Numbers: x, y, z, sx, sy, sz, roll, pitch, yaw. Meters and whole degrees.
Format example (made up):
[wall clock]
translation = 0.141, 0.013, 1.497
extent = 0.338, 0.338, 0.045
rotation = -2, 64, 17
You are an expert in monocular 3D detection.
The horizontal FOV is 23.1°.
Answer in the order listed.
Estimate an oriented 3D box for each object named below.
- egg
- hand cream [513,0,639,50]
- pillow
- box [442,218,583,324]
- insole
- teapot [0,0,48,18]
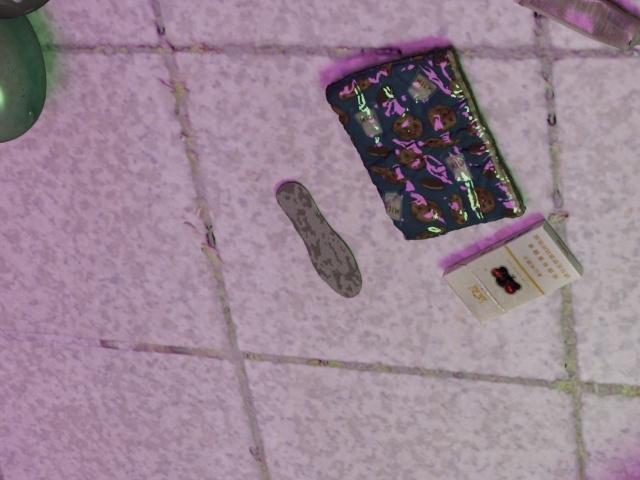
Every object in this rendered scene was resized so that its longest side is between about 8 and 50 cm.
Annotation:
[egg]
translation = -0.451, -0.238, 2.045
extent = 0.169, 0.169, 0.236
rotation = -6, 121, 26
[hand cream]
translation = 0.302, -0.265, 1.803
extent = 0.165, 0.037, 0.057
rotation = 29, 130, 11
[pillow]
translation = 0.132, -0.116, 1.975
extent = 0.189, 0.034, 0.255
rotation = -13, 119, 32
[box]
translation = 0.250, 0.042, 2.039
extent = 0.167, 0.024, 0.090
rotation = -29, 108, 35
[insole]
translation = 0.000, 0.000, 2.127
extent = 0.065, 0.006, 0.193
rotation = -19, 113, 33
[teapot]
translation = -0.317, -0.413, 1.751
extent = 0.376, 0.362, 0.305
rotation = -27, 92, 48
